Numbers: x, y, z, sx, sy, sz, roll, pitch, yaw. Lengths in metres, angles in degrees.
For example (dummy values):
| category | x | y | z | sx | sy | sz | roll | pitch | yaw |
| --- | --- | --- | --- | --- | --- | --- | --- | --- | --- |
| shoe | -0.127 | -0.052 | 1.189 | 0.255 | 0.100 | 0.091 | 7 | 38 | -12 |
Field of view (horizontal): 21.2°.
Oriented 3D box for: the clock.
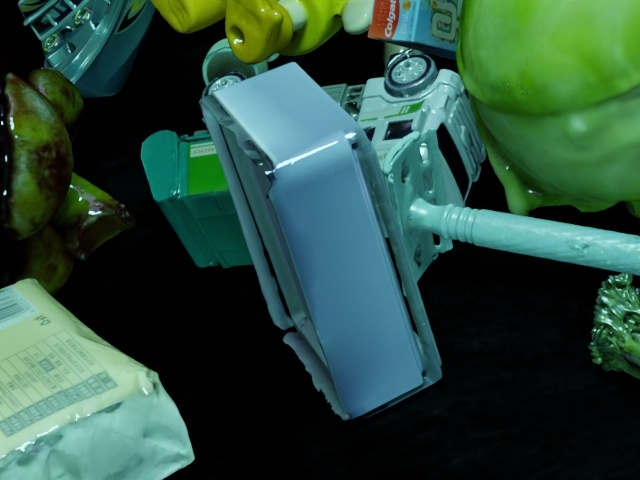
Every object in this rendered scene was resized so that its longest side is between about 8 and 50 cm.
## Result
| category | x | y | z | sx | sy | sz | roll | pitch | yaw |
| --- | --- | --- | --- | --- | --- | --- | --- | --- | --- |
| clock | -0.001 | 0.000 | 1.077 | 0.073 | 0.193 | 0.144 | -24 | 30 | -9 |

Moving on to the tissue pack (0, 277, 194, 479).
| category | x | y | z | sx | sy | sz | roll | pitch | yaw |
| --- | --- | --- | --- | --- | --- | --- | --- | --- | --- |
| tissue pack | -0.210 | 0.121 | 1.113 | 0.186 | 0.090 | 0.222 | -30 | 32 | -21 |

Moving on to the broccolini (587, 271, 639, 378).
| category | x | y | z | sx | sy | sz | roll | pitch | yaw |
| --- | --- | --- | --- | --- | --- | --- | --- | --- | --- |
| broccolini | 0.230 | 0.087 | 0.948 | 0.216 | 0.058 | 0.067 | 40 | 106 | 50 |

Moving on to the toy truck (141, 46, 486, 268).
| category | x | y | z | sx | sy | sz | roll | pitch | yaw |
| --- | --- | --- | --- | --- | --- | --- | --- | --- | --- |
| toy truck | -0.010 | -0.054 | 1.264 | 0.253 | 0.114 | 0.124 | -5 | 46 | 26 |

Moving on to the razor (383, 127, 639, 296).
| category | x | y | z | sx | sy | sz | roll | pitch | yaw |
| --- | --- | --- | --- | --- | --- | --- | --- | --- | --- |
| razor | 0.153 | 0.000 | 1.103 | 0.232 | 0.106 | 0.068 | 11 | 41 | 29 |

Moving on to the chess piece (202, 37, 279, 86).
| category | x | y | z | sx | sy | sz | roll | pitch | yaw |
| --- | --- | --- | --- | --- | --- | --- | --- | --- | --- |
| chess piece | -0.057 | -0.180 | 1.559 | 0.059 | 0.059 | 0.149 | -7 | 27 | 23 |

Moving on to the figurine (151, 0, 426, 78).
| category | x | y | z | sx | sy | sz | roll | pitch | yaw |
| --- | --- | --- | --- | --- | --- | --- | --- | --- | --- |
| figurine | 0.031 | -0.231 | 1.401 | 0.343 | 0.187 | 0.215 | -23 | 53 | -37 |

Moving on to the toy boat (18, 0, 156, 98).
| category | x | y | z | sx | sy | sz | roll | pitch | yaw |
| --- | --- | --- | --- | --- | --- | --- | --- | --- | --- |
| toy boat | -0.223 | -0.231 | 1.677 | 0.114 | 0.122 | 0.296 | -36 | 25 | 25 |

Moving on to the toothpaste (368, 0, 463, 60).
| category | x | y | z | sx | sy | sz | roll | pitch | yaw |
| --- | --- | --- | --- | --- | --- | --- | --- | --- | --- |
| toothpaste | 0.115 | -0.173 | 1.308 | 0.044 | 0.070 | 0.193 | 10 | 3 | 38 |

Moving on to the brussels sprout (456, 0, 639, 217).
| category | x | y | z | sx | sy | sz | roll | pitch | yaw |
| --- | --- | --- | --- | --- | --- | --- | --- | --- | --- |
| brussels sprout | 0.219 | -0.144 | 1.162 | 0.259 | 0.227 | 0.294 | -48 | 14 | -28 |

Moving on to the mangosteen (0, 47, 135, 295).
| category | x | y | z | sx | sy | sz | roll | pitch | yaw |
| --- | --- | --- | --- | --- | --- | --- | --- | --- | --- |
| mangosteen | -0.316 | -0.051 | 1.296 | 0.347 | 0.307 | 0.307 | 4 | 25 | -16 |
